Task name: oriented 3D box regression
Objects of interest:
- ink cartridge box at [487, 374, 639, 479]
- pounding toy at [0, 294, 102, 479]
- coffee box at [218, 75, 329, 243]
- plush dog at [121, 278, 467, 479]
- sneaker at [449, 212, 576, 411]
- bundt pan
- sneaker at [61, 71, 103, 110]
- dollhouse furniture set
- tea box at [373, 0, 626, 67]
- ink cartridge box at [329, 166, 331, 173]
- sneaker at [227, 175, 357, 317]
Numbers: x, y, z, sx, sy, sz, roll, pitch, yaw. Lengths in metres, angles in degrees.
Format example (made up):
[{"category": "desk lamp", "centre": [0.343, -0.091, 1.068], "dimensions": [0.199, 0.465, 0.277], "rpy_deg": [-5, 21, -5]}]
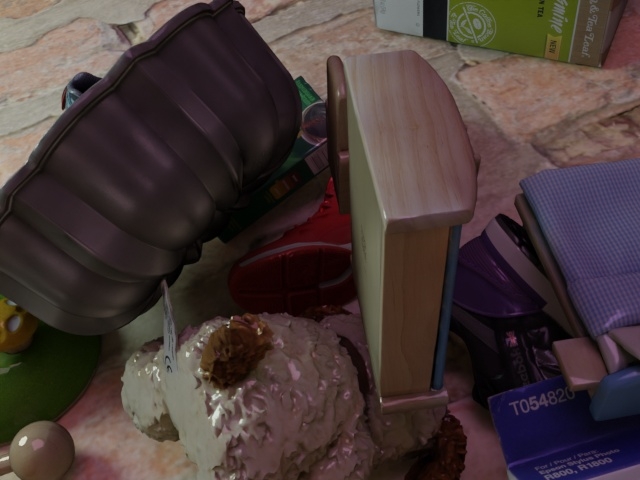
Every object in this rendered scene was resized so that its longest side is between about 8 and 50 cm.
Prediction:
[{"category": "ink cartridge box", "centre": [0.248, 0.185, 0.523], "dimensions": [0.223, 0.045, 0.224], "rpy_deg": [-15, 81, -7]}, {"category": "pounding toy", "centre": [-0.303, 0.102, 0.701], "dimensions": [0.183, 0.110, 0.237], "rpy_deg": [-8, 46, -1]}, {"category": "coffee box", "centre": [-0.064, -0.091, 0.868], "dimensions": [0.184, 0.040, 0.113], "rpy_deg": [-36, 51, 0]}, {"category": "plush dog", "centre": [-0.004, 0.122, 0.616], "dimensions": [0.225, 0.211, 0.262], "rpy_deg": [-4, 41, -36]}, {"category": "sneaker", "centre": [0.200, 0.121, 0.653], "dimensions": [0.124, 0.107, 0.283], "rpy_deg": [-45, 64, 18]}, {"category": "bundt pan", "centre": [-0.137, -0.045, 0.683], "dimensions": [0.124, 0.331, 0.331], "rpy_deg": [43, 57, -3]}, {"category": "sneaker", "centre": [-0.177, -0.162, 0.927], "dimensions": [0.261, 0.125, 0.104], "rpy_deg": [-9, 47, -2]}, {"category": "dollhouse furniture set", "centre": [0.169, -0.050, 0.540], "dimensions": [0.303, 0.198, 0.286], "rpy_deg": [-7, 49, -4]}, {"category": "tea box", "centre": [0.278, -0.439, 1.076], "dimensions": [0.323, 0.220, 0.329], "rpy_deg": [16, 50, 22]}, {"category": "ink cartridge box", "centre": [0.079, -0.109, 0.899], "dimensions": [0.088, 0.052, 0.122], "rpy_deg": [31, 56, 31]}, {"category": "sneaker", "centre": [0.000, 0.000, 0.798], "dimensions": [0.221, 0.087, 0.128], "rpy_deg": [-10, 36, -20]}]
